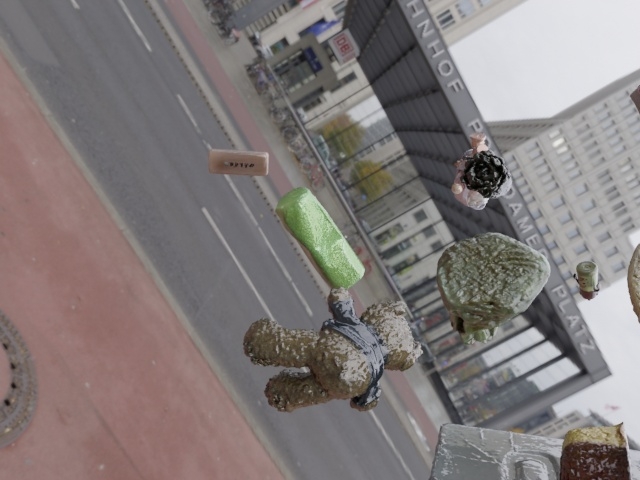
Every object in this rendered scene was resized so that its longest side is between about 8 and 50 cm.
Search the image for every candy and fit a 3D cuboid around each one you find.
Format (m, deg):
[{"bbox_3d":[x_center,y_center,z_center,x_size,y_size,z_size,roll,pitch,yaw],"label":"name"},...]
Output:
[{"bbox_3d":[0.000,0.000,1.596,0.344,0.131,0.142,55,6,-23],"label":"candy"}]

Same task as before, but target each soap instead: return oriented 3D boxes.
[{"bbox_3d":[0.414,0.509,0.963,0.350,0.434,0.213,-18,109,-68],"label":"soap"}]

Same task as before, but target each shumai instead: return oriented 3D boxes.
[{"bbox_3d":[0.408,0.112,1.288,0.225,0.260,0.222,64,4,36],"label":"shumai"}]

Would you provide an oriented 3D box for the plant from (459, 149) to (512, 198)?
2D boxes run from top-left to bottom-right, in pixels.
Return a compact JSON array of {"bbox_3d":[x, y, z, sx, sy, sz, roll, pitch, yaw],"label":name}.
[{"bbox_3d":[0.359,-0.136,1.148,0.092,0.094,0.143,54,18,28],"label":"plant"}]

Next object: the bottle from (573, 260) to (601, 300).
[{"bbox_3d":[0.644,0.102,1.287,0.063,0.047,0.101,-101,172,-58],"label":"bottle"}]

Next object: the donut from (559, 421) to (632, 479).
[{"bbox_3d":[0.370,0.325,0.721,0.217,0.085,0.141,-32,116,-58],"label":"donut"}]

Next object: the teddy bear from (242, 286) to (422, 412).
[{"bbox_3d":[0.029,0.168,0.761,0.129,0.251,0.182,-150,-136,-69],"label":"teddy bear"}]

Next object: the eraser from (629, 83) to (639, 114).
[{"bbox_3d":[0.660,-0.302,0.968,0.068,0.124,0.210,64,12,9],"label":"eraser"}]

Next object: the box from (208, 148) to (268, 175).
[{"bbox_3d":[-0.158,-0.150,1.034,0.025,0.114,0.048,-100,-166,-63],"label":"box"}]

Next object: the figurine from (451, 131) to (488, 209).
[{"bbox_3d":[0.526,-0.228,1.824,0.133,0.200,0.276,-122,-161,-44],"label":"figurine"}]

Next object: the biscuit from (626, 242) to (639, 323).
[{"bbox_3d":[0.347,0.058,0.492,0.152,0.151,0.020,62,-25,16],"label":"biscuit"}]
